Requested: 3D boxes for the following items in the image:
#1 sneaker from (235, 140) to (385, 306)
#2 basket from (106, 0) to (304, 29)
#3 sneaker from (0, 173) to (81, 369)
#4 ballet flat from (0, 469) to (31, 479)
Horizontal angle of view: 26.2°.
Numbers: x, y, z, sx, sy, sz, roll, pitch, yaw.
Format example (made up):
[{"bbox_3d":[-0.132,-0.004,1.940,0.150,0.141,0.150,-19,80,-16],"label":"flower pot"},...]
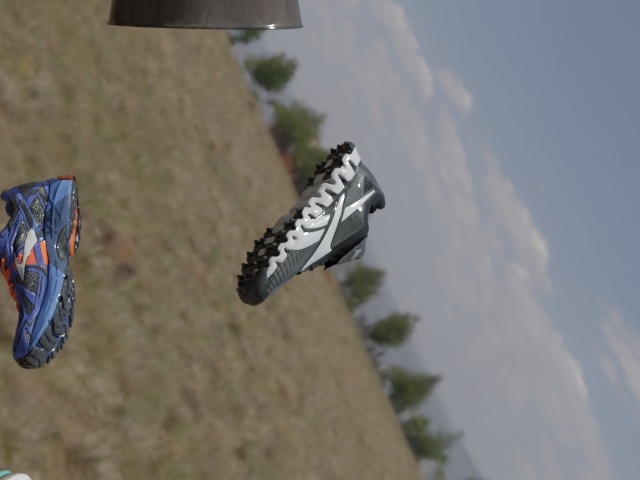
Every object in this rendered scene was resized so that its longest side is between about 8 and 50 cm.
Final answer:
[{"bbox_3d":[0.000,0.000,1.556,0.106,0.234,0.078,45,-29,-16],"label":"sneaker"},{"bbox_3d":[-0.116,-0.333,1.407,0.154,0.204,0.227,-102,-167,-78],"label":"basket"},{"bbox_3d":[-0.296,0.033,1.411,0.083,0.087,0.221,92,-2,-56],"label":"sneaker"},{"bbox_3d":[-0.409,0.422,1.440,0.139,0.400,0.139,42,3,-3],"label":"ballet flat"}]
